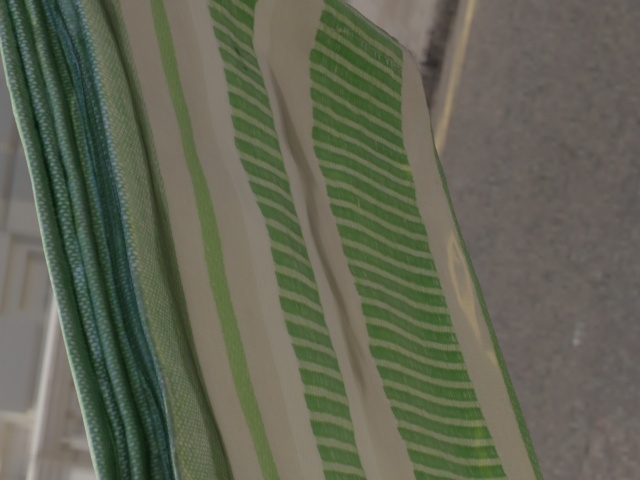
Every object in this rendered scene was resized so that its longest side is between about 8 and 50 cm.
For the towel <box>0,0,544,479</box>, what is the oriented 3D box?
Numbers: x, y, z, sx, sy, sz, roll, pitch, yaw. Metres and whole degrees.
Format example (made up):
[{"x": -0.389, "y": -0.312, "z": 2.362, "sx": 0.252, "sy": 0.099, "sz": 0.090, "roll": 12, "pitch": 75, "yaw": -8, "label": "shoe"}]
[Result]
[{"x": 0.000, "y": 0.000, "z": 0.503, "sx": 0.325, "sy": 0.038, "sz": 0.247, "roll": 25, "pitch": -133, "yaw": -66, "label": "towel"}]
